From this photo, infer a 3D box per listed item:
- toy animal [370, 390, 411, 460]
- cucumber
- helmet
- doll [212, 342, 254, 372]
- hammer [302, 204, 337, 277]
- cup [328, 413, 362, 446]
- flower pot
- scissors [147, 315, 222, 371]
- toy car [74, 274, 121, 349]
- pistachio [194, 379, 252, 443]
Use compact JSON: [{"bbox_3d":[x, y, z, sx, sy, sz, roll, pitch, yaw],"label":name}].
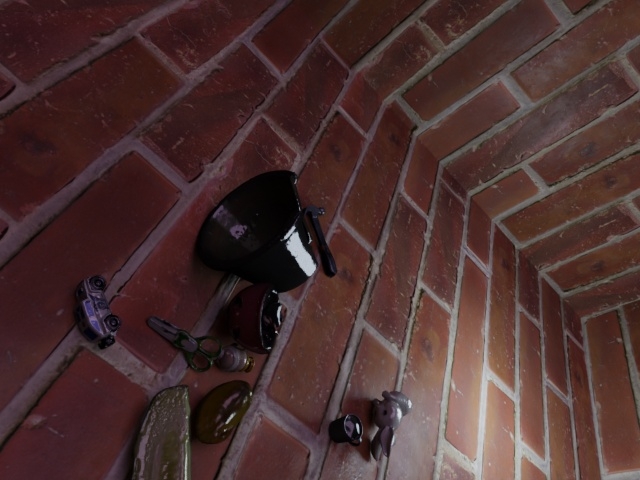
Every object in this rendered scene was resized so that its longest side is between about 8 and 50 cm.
[{"bbox_3d":[0.208,0.591,1.668,0.130,0.104,0.221,53,38,-7],"label":"toy animal"},{"bbox_3d":[-0.347,0.497,1.150,0.145,0.105,0.325,2,60,-16],"label":"cucumber"},{"bbox_3d":[-0.192,0.213,1.426,0.253,0.154,0.198,40,53,-74],"label":"helmet"},{"bbox_3d":[-0.243,0.315,1.405,0.127,0.073,0.084,31,39,-37],"label":"doll"},{"bbox_3d":[0.000,0.000,1.908,0.137,0.037,0.289,3,62,-46],"label":"hammer"},{"bbox_3d":[0.081,0.585,1.560,0.100,0.077,0.078,57,38,1],"label":"cup"},{"bbox_3d":[-0.160,0.005,1.550,0.251,0.380,0.379,54,33,-40],"label":"flower pot"},{"bbox_3d":[-0.358,0.258,1.330,0.204,0.101,0.027,34,6,-8],"label":"scissors"},{"bbox_3d":[-0.525,0.170,1.196,0.070,0.080,0.170,-13,76,-48],"label":"toy car"},{"bbox_3d":[-0.253,0.431,1.298,0.110,0.100,0.189,33,48,6],"label":"pistachio"}]
